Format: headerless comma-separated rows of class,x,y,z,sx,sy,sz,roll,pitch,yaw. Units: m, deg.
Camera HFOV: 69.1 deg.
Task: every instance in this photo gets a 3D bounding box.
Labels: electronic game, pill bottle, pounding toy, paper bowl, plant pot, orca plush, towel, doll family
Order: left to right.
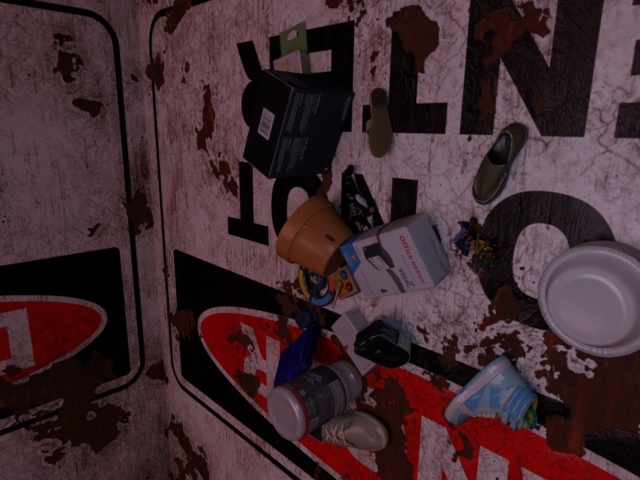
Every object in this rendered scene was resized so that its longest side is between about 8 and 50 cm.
towel,-0.114,0.520,2.054,0.076,0.228,0.308,30,132,-9
pill bottle,-0.015,0.622,1.855,0.210,0.362,0.210,13,109,44
electronic game,-0.015,0.170,1.983,0.229,0.048,0.230,13,108,45
plant pot,0.000,0.000,1.778,0.203,0.290,0.291,37,125,19
pounding toy,0.096,0.177,1.830,0.141,0.100,0.130,-36,73,44
orca plush,0.119,-0.138,1.732,0.151,0.102,0.288,1,99,46
doll family,0.471,0.012,1.421,0.193,0.076,0.111,50,135,30
paper bowl,0.693,0.149,1.167,0.284,0.148,0.285,15,111,44

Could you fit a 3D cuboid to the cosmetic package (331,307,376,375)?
cosmetic package,0.154,0.398,1.833,0.231,0.085,0.117,56,133,24

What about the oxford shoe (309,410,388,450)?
oxford shoe,0.093,0.802,1.959,0.449,0.130,0.169,-8,92,46

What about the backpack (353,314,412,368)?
backpack,0.235,0.373,1.687,0.188,0.144,0.166,34,128,-9

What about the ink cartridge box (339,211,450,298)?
ink cartridge box,0.249,0.060,1.587,0.307,0.129,0.223,-19,102,46

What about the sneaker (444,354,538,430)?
sneaker,0.533,0.528,1.437,0.208,0.127,0.319,49,131,29

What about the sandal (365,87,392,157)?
sandal,0.197,-0.403,1.629,0.079,0.088,0.240,-175,83,-78

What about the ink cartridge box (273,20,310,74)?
ink cartridge box,-0.121,-0.745,1.883,0.171,0.056,0.235,2,102,47

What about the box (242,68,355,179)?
box,-0.083,-0.425,1.726,0.179,0.312,0.343,41,126,33

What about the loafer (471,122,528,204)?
loafer,0.495,-0.217,1.331,0.094,0.087,0.251,37,124,35

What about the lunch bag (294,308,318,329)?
lunch bag,-0.062,0.350,2.061,0.098,0.065,0.067,-42,65,37
